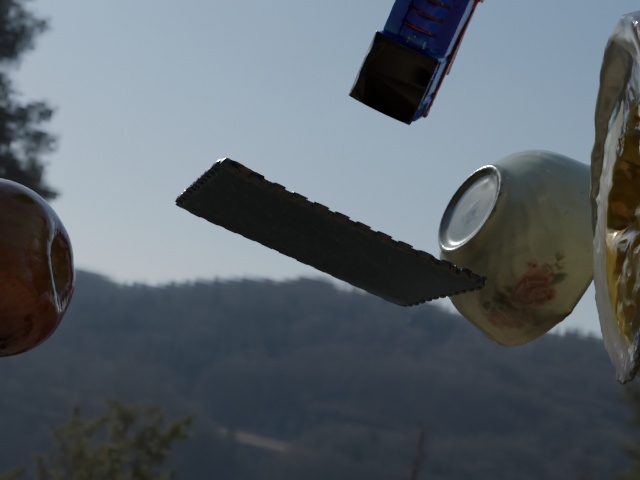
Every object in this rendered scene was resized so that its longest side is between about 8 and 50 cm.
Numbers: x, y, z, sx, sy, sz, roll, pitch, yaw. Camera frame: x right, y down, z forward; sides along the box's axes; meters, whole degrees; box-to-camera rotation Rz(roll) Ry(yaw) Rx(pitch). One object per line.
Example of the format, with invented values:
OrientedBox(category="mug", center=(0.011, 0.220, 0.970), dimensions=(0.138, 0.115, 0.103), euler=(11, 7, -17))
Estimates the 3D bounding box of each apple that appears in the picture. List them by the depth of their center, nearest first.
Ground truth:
OrientedBox(category="apple", center=(-0.328, 0.025, 1.395), dimensions=(0.199, 0.199, 0.199), euler=(12, -7, 2))

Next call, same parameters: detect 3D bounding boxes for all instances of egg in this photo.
OrientedBox(category="egg", center=(0.433, -0.039, 1.356), dimensions=(0.340, 0.354, 0.354), euler=(0, -7, 1))

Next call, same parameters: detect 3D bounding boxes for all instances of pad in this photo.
OrientedBox(category="pad", center=(0.000, 0.000, 1.405), dimensions=(0.269, 0.012, 0.270), euler=(24, -12, -9))

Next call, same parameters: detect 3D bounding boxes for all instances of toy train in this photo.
OrientedBox(category="toy train", center=(0.115, -0.233, 1.623), dimensions=(0.083, 0.204, 0.131), euler=(27, 19, 11))

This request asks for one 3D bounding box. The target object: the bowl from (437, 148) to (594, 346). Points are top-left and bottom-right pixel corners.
OrientedBox(category="bowl", center=(0.252, -0.010, 1.992), dimensions=(0.145, 0.277, 0.277), euler=(32, -14, -20))
